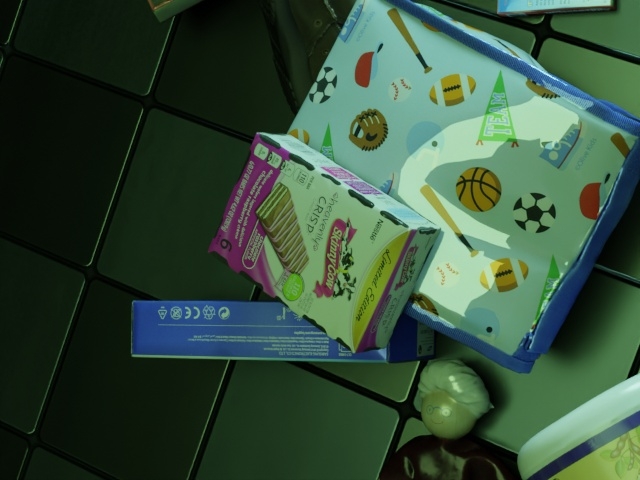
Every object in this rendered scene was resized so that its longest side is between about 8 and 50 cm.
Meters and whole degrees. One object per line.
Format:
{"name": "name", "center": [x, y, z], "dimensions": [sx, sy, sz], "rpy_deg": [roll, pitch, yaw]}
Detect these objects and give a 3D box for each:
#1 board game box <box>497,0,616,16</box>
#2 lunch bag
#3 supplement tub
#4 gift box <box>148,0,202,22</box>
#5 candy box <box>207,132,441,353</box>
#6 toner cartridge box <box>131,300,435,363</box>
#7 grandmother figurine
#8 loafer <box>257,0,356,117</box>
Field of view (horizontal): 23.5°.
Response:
{"name": "board game box", "center": [0.290, -0.417, 1.876], "dimensions": [0.145, 0.027, 0.281], "rpy_deg": [0, 87, 22]}
{"name": "lunch bag", "center": [0.169, -0.071, 1.793], "dimensions": [0.385, 0.239, 0.328], "rpy_deg": [33, 103, 32]}
{"name": "supplement tub", "center": [0.390, 0.320, 1.666], "dimensions": [0.241, 0.241, 0.331], "rpy_deg": [-34, 74, 18]}
{"name": "gift box", "center": [-0.151, -0.450, 1.957], "dimensions": [0.276, 0.258, 0.255], "rpy_deg": [-22, 75, 1]}
{"name": "candy box", "center": [0.000, 0.000, 1.721], "dimensions": [0.233, 0.071, 0.159], "rpy_deg": [32, 109, 28]}
{"name": "toner cartridge box", "center": [-0.046, 0.112, 1.915], "dimensions": [0.348, 0.165, 0.075], "rpy_deg": [-1, 86, 24]}
{"name": "grandmother figurine", "center": [0.152, 0.314, 1.851], "dimensions": [0.208, 0.104, 0.342], "rpy_deg": [4, 91, 15]}
{"name": "loafer", "center": [-0.008, -0.298, 1.873], "dimensions": [0.130, 0.366, 0.134], "rpy_deg": [-21, 45, -7]}
